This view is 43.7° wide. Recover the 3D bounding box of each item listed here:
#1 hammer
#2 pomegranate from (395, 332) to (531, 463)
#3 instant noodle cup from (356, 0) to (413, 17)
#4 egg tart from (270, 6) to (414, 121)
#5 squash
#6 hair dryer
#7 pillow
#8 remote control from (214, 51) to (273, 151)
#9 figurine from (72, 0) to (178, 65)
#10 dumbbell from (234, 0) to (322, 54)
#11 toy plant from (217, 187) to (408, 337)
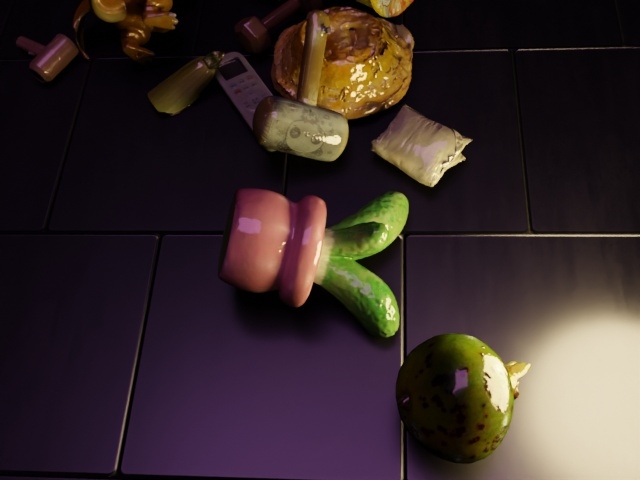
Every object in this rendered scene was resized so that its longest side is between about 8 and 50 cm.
[{"bbox_3d":[-0.022,-0.328,1.658,0.202,0.113,0.305,11,91,-23],"label":"hammer"},{"bbox_3d":[0.244,0.255,1.323,0.263,0.211,0.211,-6,55,-25],"label":"pomegranate"},{"bbox_3d":[0.110,-0.677,1.872,0.200,0.264,0.264,27,65,28],"label":"instant noodle cup"},{"bbox_3d":[0.046,-0.420,1.789,0.341,0.129,0.341,-3,57,4],"label":"egg tart"},{"bbox_3d":[-0.291,-0.363,1.816,0.200,0.075,0.090,-34,40,10],"label":"squash"},{"bbox_3d":[-0.681,-0.453,1.919,0.182,0.064,0.117,26,68,29],"label":"hair dryer"},{"bbox_3d":[0.202,-0.198,1.665,0.181,0.078,0.134,35,68,24],"label":"pillow"},{"bbox_3d":[-0.152,-0.315,1.793,0.090,0.038,0.309,-27,60,-11],"label":"remote control"},{"bbox_3d":[-0.428,-0.640,1.846,0.268,0.401,0.387,3,63,-15],"label":"figurine"},{"bbox_3d":[-0.096,-0.532,1.888,0.231,0.082,0.092,-42,29,-19],"label":"dumbbell"},{"bbox_3d":[-0.006,0.001,1.495,0.356,0.210,0.317,9,57,-4],"label":"toy plant"}]
